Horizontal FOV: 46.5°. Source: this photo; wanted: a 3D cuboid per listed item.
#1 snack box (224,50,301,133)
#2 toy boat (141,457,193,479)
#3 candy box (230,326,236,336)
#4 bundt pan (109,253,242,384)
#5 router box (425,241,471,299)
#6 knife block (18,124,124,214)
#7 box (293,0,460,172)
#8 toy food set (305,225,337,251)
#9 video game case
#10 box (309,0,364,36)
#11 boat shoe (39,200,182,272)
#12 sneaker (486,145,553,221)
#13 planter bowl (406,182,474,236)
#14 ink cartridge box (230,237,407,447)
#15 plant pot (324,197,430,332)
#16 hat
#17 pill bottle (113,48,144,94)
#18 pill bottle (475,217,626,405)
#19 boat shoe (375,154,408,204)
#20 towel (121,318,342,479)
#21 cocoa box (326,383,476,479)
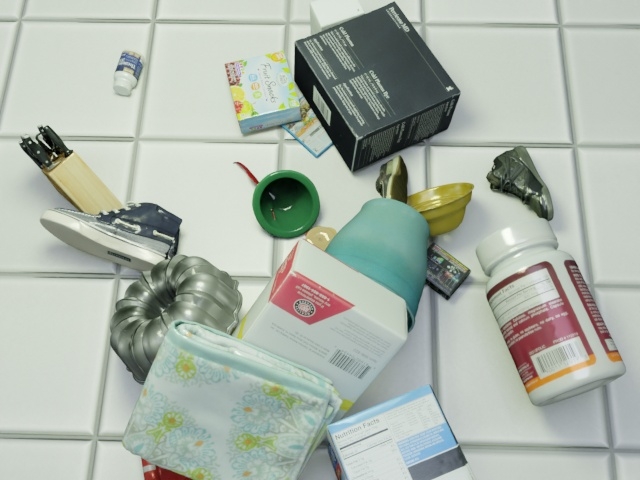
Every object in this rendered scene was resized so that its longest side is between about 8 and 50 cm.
[{"bbox_3d":[-0.158,-0.411,2.054,0.174,0.070,0.207,-13,63,-3],"label":"snack box"},{"bbox_3d":[-0.333,0.463,1.657,0.150,0.151,0.231,-14,68,-4],"label":"toy boat"},{"bbox_3d":[-0.268,0.276,1.757,0.186,0.109,0.053,-28,68,-10],"label":"candy box"},{"bbox_3d":[-0.348,0.163,1.710,0.330,0.124,0.331,-21,40,19],"label":"bundt pan"},{"bbox_3d":[0.301,0.076,1.868,0.122,0.038,0.092,39,74,15],"label":"router box"},{"bbox_3d":[-0.628,-0.166,1.875,0.275,0.242,0.088,40,74,16],"label":"knife block"},{"bbox_3d":[0.142,-0.411,1.990,0.312,0.179,0.343,-25,69,-13],"label":"box"},{"bbox_3d":[0.000,0.000,1.914,0.082,0.020,0.083,6,68,4],"label":"toy food set"},{"bbox_3d":[-0.025,-0.317,2.050,0.119,0.015,0.166,-42,73,-14],"label":"video game case"},{"bbox_3d":[0.045,-0.595,2.080,0.130,0.170,0.091,-20,68,-8],"label":"box"},{"bbox_3d":[-0.512,-0.038,1.872,0.340,0.127,0.158,24,63,-11],"label":"boat shoe"},{"bbox_3d":[0.510,-0.133,1.928,0.130,0.087,0.228,-19,65,-5],"label":"sneaker"},{"bbox_3d":[0.291,-0.068,1.876,0.217,0.217,0.091,-20,104,-7],"label":"planter bowl"},{"bbox_3d":[-0.036,0.233,1.590,0.279,0.385,0.160,31,25,-11],"label":"ink cartridge box"},{"bbox_3d":[0.137,0.048,1.771,0.271,0.272,0.255,21,62,10],"label":"plant pot"},{"bbox_3d":[-0.106,-0.129,1.969,0.172,0.183,0.209,-24,110,-2],"label":"hat"},{"bbox_3d":[-0.542,-0.472,2.096,0.067,0.067,0.120,10,68,5],"label":"pill bottle"},{"bbox_3d":[0.518,0.162,1.729,0.223,0.224,0.393,-16,68,-6],"label":"pill bottle"},{"bbox_3d":[0.178,-0.139,1.907,0.073,0.080,0.224,-21,29,24],"label":"boat shoe"},{"bbox_3d":[-0.182,0.361,1.507,0.374,0.090,0.321,24,108,-5],"label":"towel"},{"bbox_3d":[0.154,0.471,1.538,0.231,0.347,0.228,-21,68,-8],"label":"cocoa box"}]
